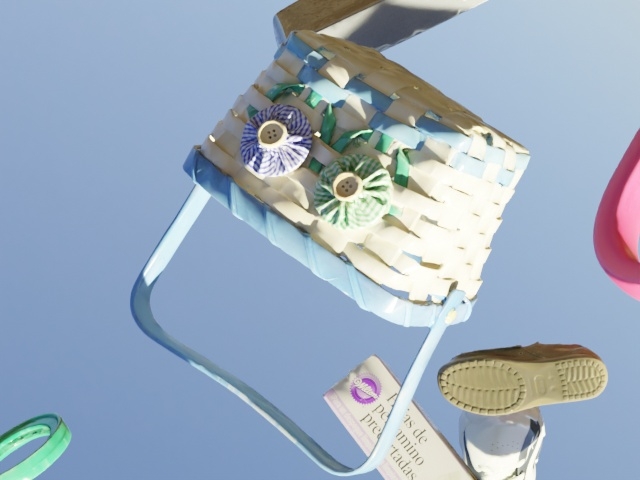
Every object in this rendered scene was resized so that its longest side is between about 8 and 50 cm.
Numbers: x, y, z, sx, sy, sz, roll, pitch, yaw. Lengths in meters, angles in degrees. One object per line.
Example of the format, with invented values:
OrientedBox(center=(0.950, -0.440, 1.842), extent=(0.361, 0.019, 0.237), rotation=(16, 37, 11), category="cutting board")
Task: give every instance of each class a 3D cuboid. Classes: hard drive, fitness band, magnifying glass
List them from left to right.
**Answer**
OrientedBox(center=(-0.311, 0.224, 1.499), extent=(0.092, 0.231, 0.026), rotation=(1, 127, 56), category="magnifying glass")
OrientedBox(center=(0.067, -0.262, 1.925), extent=(0.172, 0.255, 0.054), rotation=(-107, -8, -65), category="hard drive")
OrientedBox(center=(0.358, -0.070, 1.558), extent=(0.054, 0.291, 0.209), rotation=(40, 166, -32), category="fitness band")

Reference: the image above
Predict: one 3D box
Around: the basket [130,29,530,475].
OrientedBox(center=(0.000, 0.000, 1.334), extent=(0.255, 0.289, 0.201), rotation=(32, -164, 25), category="basket")

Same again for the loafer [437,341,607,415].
OrientedBox(center=(0.177, 0.119, 1.522), extent=(0.148, 0.056, 0.050), rotation=(-1, -164, 9), category="loafer")

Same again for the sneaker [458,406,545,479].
OrientedBox(center=(0.186, 0.271, 1.793), extent=(0.094, 0.235, 0.153), rotation=(1, -126, -10), category="sneaker")

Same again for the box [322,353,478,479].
OrientedBox(center=(0.125, 0.244, 1.521), extent=(0.324, 0.063, 0.067), rotation=(52, -179, 19), category="box")
